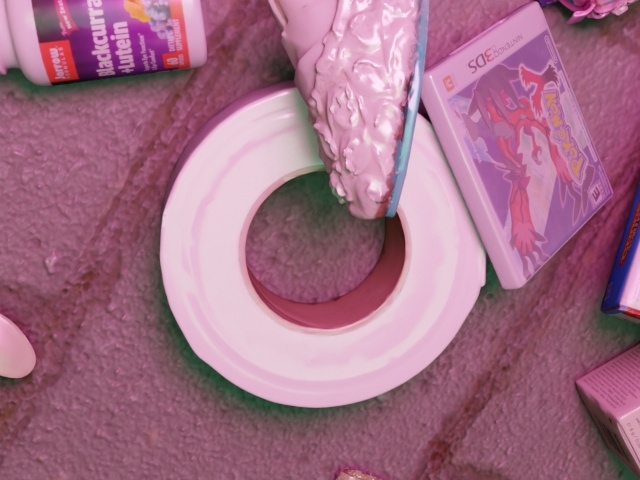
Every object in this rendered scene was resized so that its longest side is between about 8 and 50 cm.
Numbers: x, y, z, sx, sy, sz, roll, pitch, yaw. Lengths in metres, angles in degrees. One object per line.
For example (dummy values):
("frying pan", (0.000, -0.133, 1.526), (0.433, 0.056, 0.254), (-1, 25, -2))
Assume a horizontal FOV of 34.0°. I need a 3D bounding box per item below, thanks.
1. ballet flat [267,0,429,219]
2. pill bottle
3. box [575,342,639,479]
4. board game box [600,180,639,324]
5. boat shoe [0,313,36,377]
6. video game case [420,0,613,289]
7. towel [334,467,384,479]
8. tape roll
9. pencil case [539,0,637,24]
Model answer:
("ballet flat", (0.030, -0.222, 0.794), (0.147, 0.147, 0.409), (11, 88, -10))
("pill bottle", (-0.195, -0.184, 0.859), (0.193, 0.108, 0.108), (-9, 103, -6))
("box", (0.397, 0.120, 1.009), (0.275, 0.113, 0.094), (-30, 105, 0))
("board game box", (0.441, -0.034, 0.915), (0.302, 0.086, 0.308), (19, 84, 5))
("boat shoe", (-0.315, 0.080, 0.935), (0.133, 0.042, 0.049), (32, 71, -14))
("video game case", (0.177, -0.087, 0.922), (0.183, 0.023, 0.201), (-37, 109, -39))
("towel", (0.066, 0.292, 1.041), (0.148, 0.027, 0.110), (22, 99, -13))
("tape roll", (0.000, 0.000, 0.932), (0.286, 0.100, 0.286), (-2, 101, -8))
("pencil case", (0.325, -0.283, 0.903), (0.284, 0.124, 0.124), (-21, 104, -4))
